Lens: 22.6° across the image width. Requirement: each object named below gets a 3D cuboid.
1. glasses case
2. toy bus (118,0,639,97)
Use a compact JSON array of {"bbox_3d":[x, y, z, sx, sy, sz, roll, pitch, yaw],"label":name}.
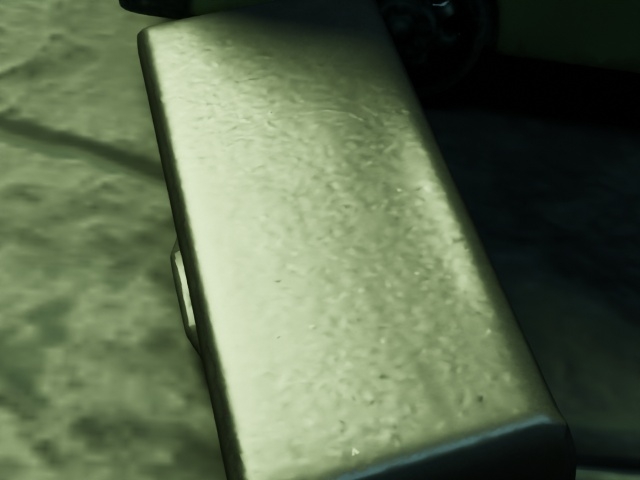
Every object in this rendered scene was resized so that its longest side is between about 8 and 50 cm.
[{"bbox_3d":[0.000,0.001,0.391,0.072,0.042,0.190,-7,39,-8],"label":"glasses case"},{"bbox_3d":[0.084,-0.136,0.488,0.276,0.164,0.133,8,35,-1],"label":"toy bus"}]
